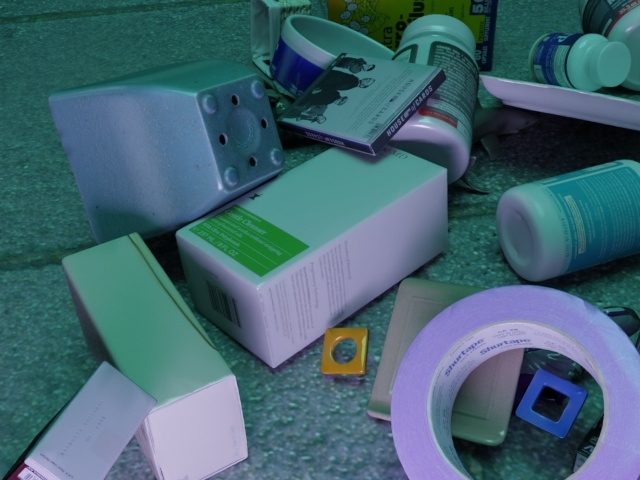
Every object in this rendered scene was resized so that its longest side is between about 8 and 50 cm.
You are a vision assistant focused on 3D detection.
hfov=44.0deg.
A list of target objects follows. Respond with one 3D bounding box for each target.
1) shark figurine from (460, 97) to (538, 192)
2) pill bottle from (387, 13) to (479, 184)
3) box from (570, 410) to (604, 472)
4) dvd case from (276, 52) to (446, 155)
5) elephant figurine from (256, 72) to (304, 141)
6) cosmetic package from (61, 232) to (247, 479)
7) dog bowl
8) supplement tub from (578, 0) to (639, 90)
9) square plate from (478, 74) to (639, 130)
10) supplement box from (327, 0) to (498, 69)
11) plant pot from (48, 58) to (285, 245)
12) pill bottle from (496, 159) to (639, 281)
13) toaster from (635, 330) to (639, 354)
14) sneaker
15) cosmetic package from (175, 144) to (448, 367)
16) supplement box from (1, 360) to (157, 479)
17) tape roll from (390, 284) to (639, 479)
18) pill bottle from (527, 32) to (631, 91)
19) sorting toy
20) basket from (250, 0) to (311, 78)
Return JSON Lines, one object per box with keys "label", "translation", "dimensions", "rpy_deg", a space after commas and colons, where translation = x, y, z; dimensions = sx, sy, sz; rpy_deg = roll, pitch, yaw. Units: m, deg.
{"label": "shark figurine", "translation": [0.272, -0.203, 1.436], "dimensions": [0.166, 0.116, 0.278], "rpy_deg": [19, 42, 27]}
{"label": "pill bottle", "translation": [0.186, -0.241, 1.350], "dimensions": [0.161, 0.161, 0.283], "rpy_deg": [6, 54, 11]}
{"label": "box", "translation": [0.422, 0.245, 0.924], "dimensions": [0.191, 0.045, 0.184], "rpy_deg": [26, 45, 32]}
{"label": "dvd case", "translation": [0.060, -0.225, 1.273], "dimensions": [0.179, 0.029, 0.239], "rpy_deg": [-48, 40, -16]}
{"label": "elephant figurine", "translation": [-0.106, -0.227, 1.484], "dimensions": [0.169, 0.186, 0.239], "rpy_deg": [-30, 6, 40]}
{"label": "cosmetic package", "translation": [-0.215, 0.144, 1.001], "dimensions": [0.113, 0.160, 0.309], "rpy_deg": [-22, 44, -23]}
{"label": "dog bowl", "translation": [0.039, -0.332, 1.532], "dimensions": [0.265, 0.104, 0.264], "rpy_deg": [20, 27, -11]}
{"label": "supplement tub", "translation": [0.656, -0.452, 1.651], "dimensions": [0.191, 0.191, 0.272], "rpy_deg": [-2, 39, 1]}
{"label": "square plate", "translation": [0.469, -0.243, 1.420], "dimensions": [0.344, 0.049, 0.347], "rpy_deg": [14, 13, 16]}
{"label": "supplement box", "translation": [0.197, -0.500, 1.740], "dimensions": [0.357, 0.194, 0.195], "rpy_deg": [0, 39, 4]}
{"label": "plant pot", "translation": [-0.201, -0.146, 1.192], "dimensions": [0.252, 0.247, 0.247], "rpy_deg": [-4, 18, 38]}
{"label": "pill bottle", "translation": [0.411, -0.037, 1.191], "dimensions": [0.264, 0.146, 0.146], "rpy_deg": [-14, 40, -13]}
{"label": "toaster", "translation": [0.506, 0.111, 1.031], "dimensions": [0.186, 0.110, 0.168], "rpy_deg": [21, 44, 27]}
{"label": "sneaker", "translation": [0.319, 0.162, 1.018], "dimensions": [0.224, 0.083, 0.098], "rpy_deg": [-19, 51, -3]}
{"label": "cosmetic package", "translation": [0.000, 0.000, 1.167], "dimensions": [0.366, 0.155, 0.197], "rpy_deg": [-34, 43, -31]}
{"label": "supplement box", "translation": [-0.277, 0.236, 0.835], "dimensions": [0.073, 0.239, 0.130], "rpy_deg": [40, 44, -9]}
{"label": "tape roll", "translation": [0.220, 0.191, 0.869], "dimensions": [0.275, 0.090, 0.274], "rpy_deg": [-11, 62, 21]}
{"label": "pill bottle", "translation": [0.509, -0.350, 1.557], "dimensions": [0.112, 0.111, 0.187], "rpy_deg": [-21, 22, -20]}
{"label": "sorting toy", "translation": [0.166, 0.150, 1.005], "dimensions": [0.348, 0.047, 0.195], "rpy_deg": [8, 69, 30]}
{"label": "basket", "translation": [-0.085, -0.456, 1.730], "dimensions": [0.103, 0.167, 0.113], "rpy_deg": [-15, 40, -22]}
